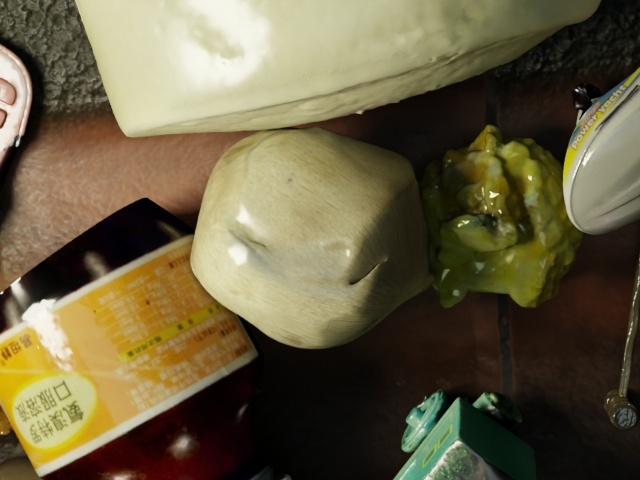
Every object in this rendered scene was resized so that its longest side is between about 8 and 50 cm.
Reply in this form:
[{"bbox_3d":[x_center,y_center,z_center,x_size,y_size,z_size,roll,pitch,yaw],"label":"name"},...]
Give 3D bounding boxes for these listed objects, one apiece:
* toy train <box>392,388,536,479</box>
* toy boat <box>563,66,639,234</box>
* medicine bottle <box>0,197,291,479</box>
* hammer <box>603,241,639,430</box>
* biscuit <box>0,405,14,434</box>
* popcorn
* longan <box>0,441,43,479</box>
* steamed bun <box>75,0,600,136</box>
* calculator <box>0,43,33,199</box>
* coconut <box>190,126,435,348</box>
[{"bbox_3d":[0.086,0.277,1.527,0.120,0.194,0.298,35,105,-4],"label":"toy train"},{"bbox_3d":[0.308,-0.128,1.437,0.269,0.141,0.141,-38,97,7],"label":"toy boat"},{"bbox_3d":[-0.138,0.179,1.478,0.242,0.242,0.395,-33,87,12],"label":"medicine bottle"},{"bbox_3d":[0.304,0.034,1.525,0.029,0.058,0.292,6,99,-1],"label":"hammer"},{"bbox_3d":[-0.381,0.168,1.577,0.205,0.138,0.031,0,106,15],"label":"biscuit"},{"bbox_3d":[0.158,-0.014,1.488,0.173,0.142,0.173,-7,121,-11],"label":"popcorn"},{"bbox_3d":[-0.269,0.284,1.590,0.185,0.159,0.204,-9,65,-6],"label":"longan"},{"bbox_3d":[-0.008,-0.285,1.352,0.456,0.290,0.371,-16,100,9],"label":"steamed bun"},{"bbox_3d":[-0.411,-0.080,1.570,0.220,0.048,0.330,29,102,0],"label":"calculator"},{"bbox_3d":[0.000,0.000,1.427,0.224,0.224,0.224,1,104,6],"label":"coconut"}]
